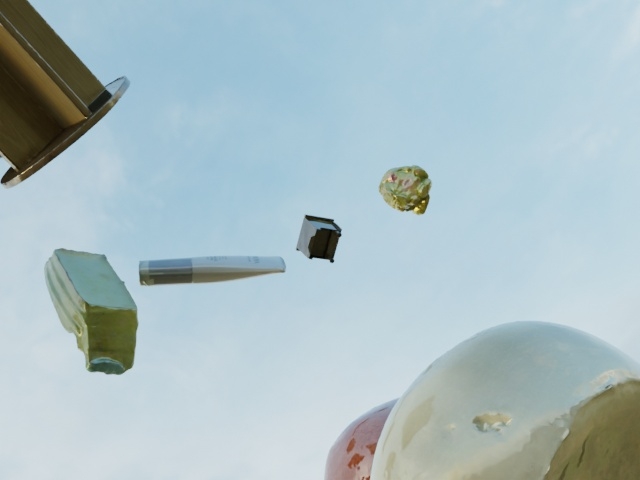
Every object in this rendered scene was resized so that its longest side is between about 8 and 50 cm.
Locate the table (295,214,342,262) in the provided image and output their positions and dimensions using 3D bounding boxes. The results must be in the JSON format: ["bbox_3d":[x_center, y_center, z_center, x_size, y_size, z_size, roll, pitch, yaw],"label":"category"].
[{"bbox_3d":[0.000,0.000,1.875,0.070,0.082,0.083,9,-74,-23],"label":"table"}]

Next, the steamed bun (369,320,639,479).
[{"bbox_3d":[0.180,0.228,0.805,0.324,0.206,0.324,-10,-74,-38],"label":"steamed bun"}]

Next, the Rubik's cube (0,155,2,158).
[{"bbox_3d":[-0.621,-0.255,1.048,0.344,0.347,0.346,-24,-61,-59],"label":"Rubik's cube"}]

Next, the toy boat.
[{"bbox_3d":[-0.363,0.096,1.392,0.111,0.276,0.084,8,-62,-35],"label":"toy boat"}]

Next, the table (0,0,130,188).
[{"bbox_3d":[-0.325,-0.188,0.854,0.167,0.167,0.226,-41,-68,-3],"label":"table"}]

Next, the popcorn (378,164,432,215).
[{"bbox_3d":[0.167,-0.101,1.751,0.097,0.109,0.089,-55,-29,-30],"label":"popcorn"}]

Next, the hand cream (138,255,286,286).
[{"bbox_3d":[-0.187,0.050,1.524,0.255,0.079,0.048,-5,-68,-9],"label":"hand cream"}]

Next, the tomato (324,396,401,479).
[{"bbox_3d":[0.178,0.334,1.125,0.342,0.341,0.272,-12,-42,-29],"label":"tomato"}]
